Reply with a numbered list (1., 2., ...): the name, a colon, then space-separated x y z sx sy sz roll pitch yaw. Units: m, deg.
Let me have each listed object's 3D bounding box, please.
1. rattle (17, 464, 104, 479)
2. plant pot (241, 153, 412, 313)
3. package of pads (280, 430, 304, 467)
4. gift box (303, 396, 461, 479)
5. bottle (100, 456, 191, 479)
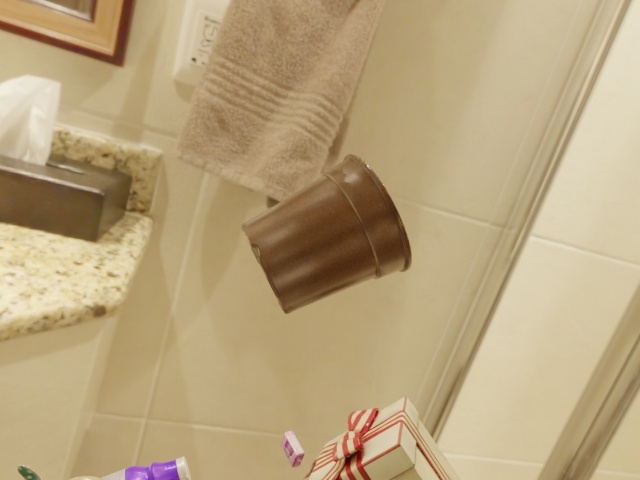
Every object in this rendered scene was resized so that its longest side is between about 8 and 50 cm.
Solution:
1. rattle: -0.415 0.444 0.778 0.200 0.130 0.142 14 -11 5
2. plant pot: 0.000 0.000 0.590 0.165 0.166 0.167 -26 26 -9
3. package of pads: -0.077 0.567 1.277 0.032 0.050 0.083 4 24 -34
4. gift box: 0.107 0.486 0.909 0.258 0.277 0.255 57 7 6
5. bottle: -0.449 0.591 1.091 0.283 0.092 0.118 -17 30 -18
